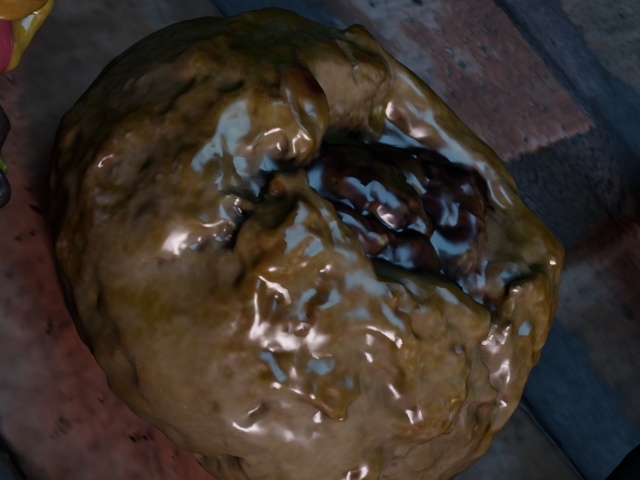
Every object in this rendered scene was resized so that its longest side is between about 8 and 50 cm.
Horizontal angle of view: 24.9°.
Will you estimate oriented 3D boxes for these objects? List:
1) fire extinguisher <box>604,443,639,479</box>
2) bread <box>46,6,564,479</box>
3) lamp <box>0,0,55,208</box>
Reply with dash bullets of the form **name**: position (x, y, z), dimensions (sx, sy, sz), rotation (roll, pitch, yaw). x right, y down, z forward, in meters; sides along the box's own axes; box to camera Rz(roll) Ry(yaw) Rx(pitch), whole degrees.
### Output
- **fire extinguisher**: position (0.147, 0.141, 0.616), dimensions (0.095, 0.114, 0.311), rotation (21, 21, 25)
- **bread**: position (0.000, 0.000, 0.591), dimensions (0.230, 0.123, 0.230), rotation (33, 31, -23)
- **lamp**: position (-0.141, -0.137, 0.587), dimensions (0.118, 0.118, 0.253), rotation (22, 38, -34)
